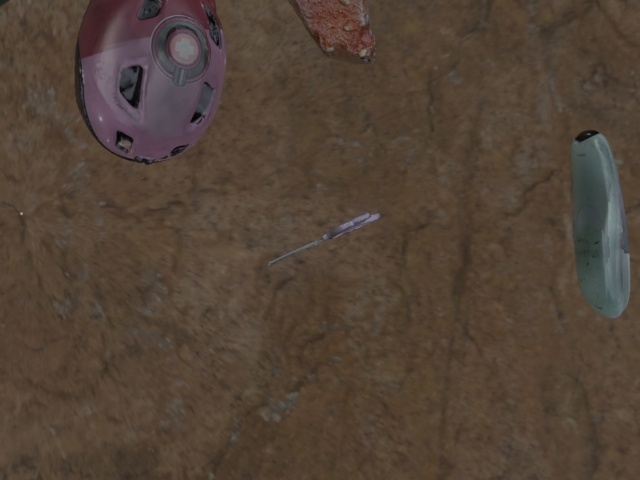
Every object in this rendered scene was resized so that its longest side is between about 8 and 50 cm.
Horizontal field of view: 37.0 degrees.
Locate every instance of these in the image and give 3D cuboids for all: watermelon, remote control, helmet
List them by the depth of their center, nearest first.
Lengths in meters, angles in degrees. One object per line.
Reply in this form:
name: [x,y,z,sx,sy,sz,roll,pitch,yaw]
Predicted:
helmet: [-0.206,-0.218,1.221,0.198,0.154,0.254,10,110,-31]
remote control: [0.370,-0.020,1.288,0.045,0.097,0.256,-9,94,-22]
watermelon: [0.021,-0.433,1.863,0.139,0.193,0.257,-30,123,-6]

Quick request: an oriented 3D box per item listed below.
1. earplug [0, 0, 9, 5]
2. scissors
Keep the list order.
earplug: [-0.556,-0.497,1.756,0.257,0.164,0.280,43,51,-18]
scissors: [0.000,0.000,1.435,0.189,0.100,0.015,-26,85,20]
